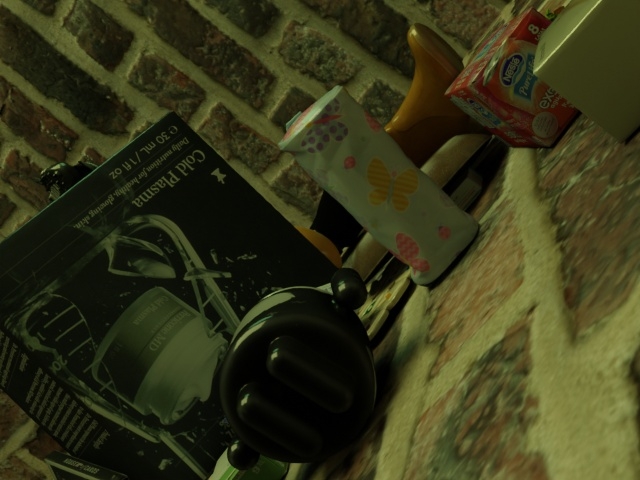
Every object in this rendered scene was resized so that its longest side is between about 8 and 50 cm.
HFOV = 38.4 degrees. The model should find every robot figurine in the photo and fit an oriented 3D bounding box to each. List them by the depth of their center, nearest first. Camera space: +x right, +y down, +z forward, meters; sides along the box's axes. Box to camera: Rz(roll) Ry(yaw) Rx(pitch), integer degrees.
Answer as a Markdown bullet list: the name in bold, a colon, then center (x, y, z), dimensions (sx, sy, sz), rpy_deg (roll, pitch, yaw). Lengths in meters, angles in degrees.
- **robot figurine**: center (-0.026, 0.146, 1.048), dimensions (0.209, 0.173, 0.278), rpy_deg (-18, 7, 4)

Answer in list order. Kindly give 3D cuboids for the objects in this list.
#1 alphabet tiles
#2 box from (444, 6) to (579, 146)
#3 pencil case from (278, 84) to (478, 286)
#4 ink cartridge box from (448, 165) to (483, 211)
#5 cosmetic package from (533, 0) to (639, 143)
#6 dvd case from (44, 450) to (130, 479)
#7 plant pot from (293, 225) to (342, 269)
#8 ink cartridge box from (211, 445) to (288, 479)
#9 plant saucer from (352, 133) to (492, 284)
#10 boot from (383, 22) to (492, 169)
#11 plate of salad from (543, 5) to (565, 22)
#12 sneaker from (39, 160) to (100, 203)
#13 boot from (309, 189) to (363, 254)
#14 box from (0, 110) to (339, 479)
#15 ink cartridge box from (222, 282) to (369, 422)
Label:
- **alphabet tiles**: center (0.074, 0.109, 1.371), dimensions (0.284, 0.021, 0.278), rpy_deg (-54, 4, -23)
- **box**: center (0.262, -0.207, 1.209), dimensions (0.122, 0.128, 0.257), rpy_deg (-52, 3, 5)
- **pencil case**: center (0.074, -0.069, 1.166), dimensions (0.113, 0.273, 0.124), rpy_deg (-47, 10, -6)
- **ink cartridge box**: center (0.211, -0.074, 1.344), dimensions (0.048, 0.028, 0.083), rpy_deg (-52, 4, 22)
- **cosmetic package**: center (0.340, -0.254, 0.835), dimensions (0.309, 0.113, 0.160), rpy_deg (-49, 5, 29)
- **dvd case**: center (-0.341, 0.431, 1.457), dimensions (0.030, 0.179, 0.239), rpy_deg (-32, 20, -38)
- **plant pot**: center (-0.064, 0.106, 1.907), dimensions (0.205, 0.205, 0.187), rpy_deg (-50, 20, 35)
- **ink cartridge box**: center (-0.097, 0.312, 1.228), dimensions (0.109, 0.062, 0.209), rpy_deg (-52, 4, 8)
- **plant saucer**: center (0.145, -0.054, 1.416), dimensions (0.310, 0.050, 0.310), rpy_deg (-48, -5, -6)
- **boot**: center (0.150, -0.197, 1.449), dimensions (0.211, 0.295, 0.104), rpy_deg (-32, 51, 21)
- **plate of salad**: center (0.390, -0.361, 1.716), dimensions (0.199, 0.048, 0.200), rpy_deg (-52, 4, 6)
- **sneaker**: center (-0.427, -0.105, 1.613), dimensions (0.106, 0.078, 0.234), rpy_deg (-48, -1, -18)
- **boot**: center (0.003, 0.003, 2.233), dimensions (0.260, 0.131, 0.348), rpy_deg (-48, -15, -26)
- **box**: center (-0.272, 0.129, 1.549), dimensions (0.480, 0.472, 0.297), rpy_deg (-46, 1, -33)
- **ink cartridge box**: center (-0.053, 0.158, 1.307), dimensions (0.224, 0.045, 0.223), rpy_deg (-52, 13, -25)
